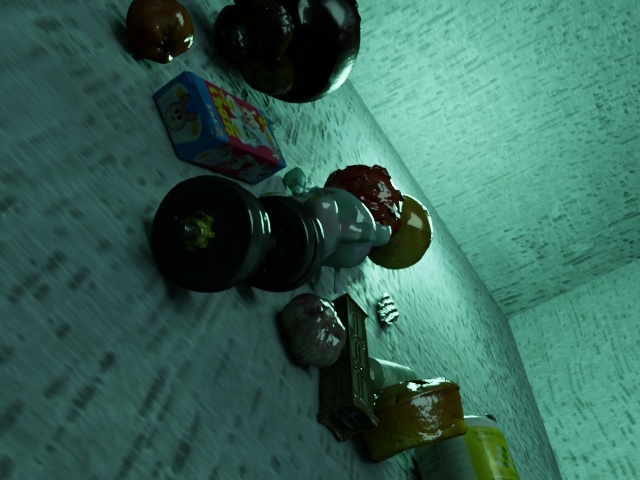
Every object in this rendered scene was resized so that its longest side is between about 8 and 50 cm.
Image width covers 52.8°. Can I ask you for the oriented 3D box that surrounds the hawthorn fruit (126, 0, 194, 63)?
[{"bbox_3d":[-0.323,-0.428,1.289,0.133,0.133,0.137,27,35,-59],"label":"hawthorn fruit"}]

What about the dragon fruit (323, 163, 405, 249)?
[{"bbox_3d":[0.113,-0.090,1.786,0.252,0.241,0.241,53,12,30],"label":"dragon fruit"}]

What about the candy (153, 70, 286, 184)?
[{"bbox_3d":[-0.201,-0.226,1.355,0.157,0.100,0.306,67,18,14],"label":"candy"}]

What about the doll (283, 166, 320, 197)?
[{"bbox_3d":[-0.028,-0.097,1.676,0.159,0.059,0.158,48,20,-38],"label":"doll"}]

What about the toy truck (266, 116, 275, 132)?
[{"bbox_3d":[-0.154,-0.240,1.558,0.081,0.067,0.175,38,32,-37],"label":"toy truck"}]

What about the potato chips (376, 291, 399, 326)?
[{"bbox_3d":[0.194,0.199,1.874,0.091,0.028,0.207,61,17,5],"label":"potato chips"}]

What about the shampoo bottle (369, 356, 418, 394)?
[{"bbox_3d":[0.140,0.316,1.469,0.262,0.085,0.085,29,36,-56],"label":"shampoo bottle"}]

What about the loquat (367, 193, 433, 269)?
[{"bbox_3d":[0.226,-0.025,1.971,0.235,0.235,0.235,51,21,-28],"label":"loquat"}]

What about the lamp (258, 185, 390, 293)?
[{"bbox_3d":[0.000,0.000,1.424,0.301,0.247,0.247,-5,98,-63],"label":"lamp"}]

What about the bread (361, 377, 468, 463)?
[{"bbox_3d":[0.191,0.365,1.344,0.270,0.195,0.142,5,62,-47],"label":"bread"}]

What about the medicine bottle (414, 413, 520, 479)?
[{"bbox_3d":[0.346,0.591,1.401,0.213,0.214,0.378,43,25,-42],"label":"medicine bottle"}]

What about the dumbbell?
[{"bbox_3d":[-0.127,-0.001,1.085,0.185,0.185,0.388,66,18,15],"label":"dumbbell"}]

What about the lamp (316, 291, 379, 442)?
[{"bbox_3d":[0.051,0.249,1.327,0.089,0.090,0.325,50,20,-27],"label":"lamp"}]

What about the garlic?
[{"bbox_3d":[-0.009,0.170,1.261,0.147,0.102,0.159,44,26,-28],"label":"garlic"}]

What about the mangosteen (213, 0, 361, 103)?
[{"bbox_3d":[-0.097,-0.581,1.772,0.422,0.381,0.380,7,51,-33],"label":"mangosteen"}]
